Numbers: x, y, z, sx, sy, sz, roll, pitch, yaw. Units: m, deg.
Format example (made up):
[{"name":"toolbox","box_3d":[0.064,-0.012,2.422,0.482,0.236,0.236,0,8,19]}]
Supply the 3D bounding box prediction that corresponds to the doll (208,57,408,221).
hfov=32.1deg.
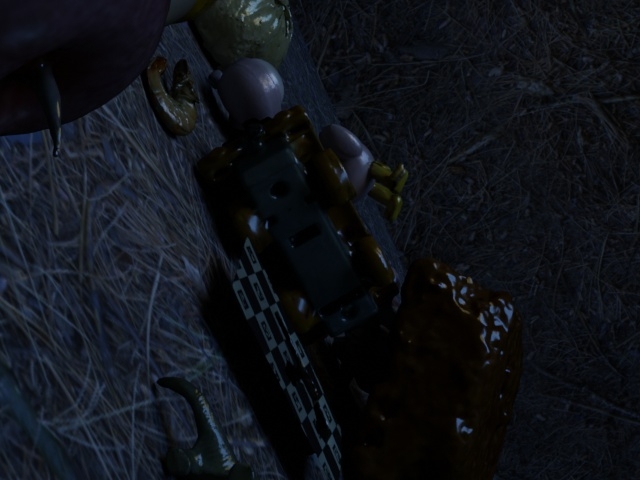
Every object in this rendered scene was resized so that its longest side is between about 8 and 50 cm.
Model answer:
[{"name":"doll","box_3d":[-0.033,-0.155,1.665,0.365,0.094,0.160,38,-24,19]}]

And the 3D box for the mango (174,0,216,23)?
[{"name":"mango","box_3d":[-0.197,-0.390,1.349,0.365,0.182,0.253,-103,172,-66]}]

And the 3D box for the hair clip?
[{"name":"hair clip","box_3d":[0.069,0.130,1.700,0.146,0.075,0.257,34,-54,45]}]

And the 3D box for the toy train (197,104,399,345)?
[{"name":"toy train","box_3d":[-0.025,-0.014,1.520,0.369,0.163,0.231,61,-2,-31]}]

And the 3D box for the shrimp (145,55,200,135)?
[{"name":"shrimp","box_3d":[-0.193,-0.194,1.402,0.095,0.045,0.162,36,30,-31]}]

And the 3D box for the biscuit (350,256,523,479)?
[{"name":"biscuit","box_3d":[0.193,0.239,1.658,0.395,0.166,0.343,45,63,-67]}]

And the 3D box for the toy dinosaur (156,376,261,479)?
[{"name":"toy dinosaur","box_3d":[-0.071,0.240,0.955,0.188,0.075,0.248,70,-5,-62]}]

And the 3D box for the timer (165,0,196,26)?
[{"name":"timer","box_3d":[-0.227,-0.229,1.018,0.175,0.175,0.266,62,28,-23]}]

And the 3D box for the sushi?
[{"name":"sushi","box_3d":[-0.051,0.150,1.288,0.192,0.043,0.279,-84,149,-72]}]

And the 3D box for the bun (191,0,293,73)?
[{"name":"bun","box_3d":[-0.130,-0.386,1.877,0.259,0.152,0.259,-25,90,-83]}]

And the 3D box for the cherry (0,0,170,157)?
[{"name":"cherry","box_3d":[-0.204,-0.168,0.676,0.285,0.213,0.236,60,-3,21]}]
